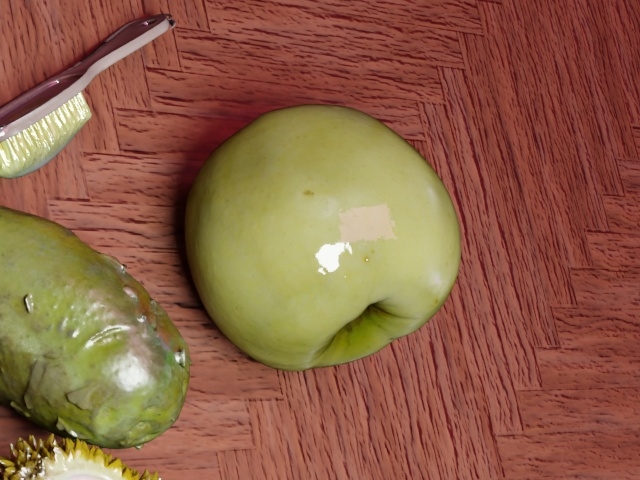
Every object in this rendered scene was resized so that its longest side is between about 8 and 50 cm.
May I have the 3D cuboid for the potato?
[{"bbox_3d":[-0.241,0.067,1.648,0.298,0.176,0.141,38,34,10],"label":"potato"}]

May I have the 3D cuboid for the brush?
[{"bbox_3d":[-0.231,-0.139,1.831,0.313,0.072,0.067,-45,126,-49],"label":"brush"}]

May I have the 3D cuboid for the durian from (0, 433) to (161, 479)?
[{"bbox_3d":[-0.209,0.257,1.607,0.250,0.183,0.138,28,19,-30],"label":"durian"}]

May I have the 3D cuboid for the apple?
[{"bbox_3d":[0.000,0.000,1.847,0.262,0.262,0.262,21,57,-36],"label":"apple"}]
